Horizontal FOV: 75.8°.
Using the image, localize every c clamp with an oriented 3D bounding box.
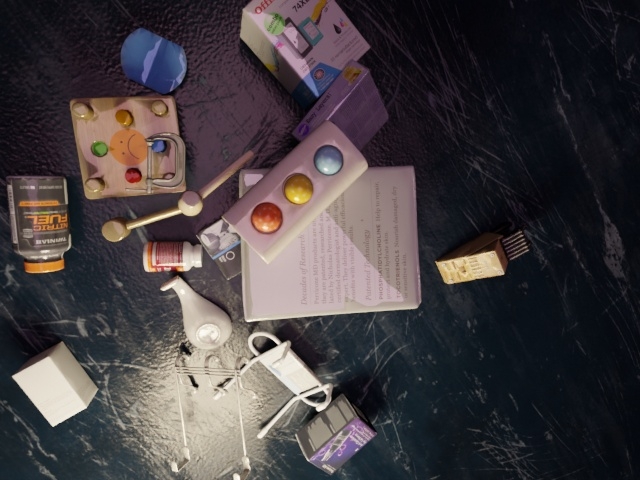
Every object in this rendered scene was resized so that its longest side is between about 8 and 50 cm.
[{"bbox_3d":[-0.409,-0.194,1.030,0.137,0.022,0.161,8,97,-15],"label":"c clamp"}]

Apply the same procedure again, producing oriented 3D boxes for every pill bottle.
[{"bbox_3d":[-0.722,-0.043,1.061,0.130,0.130,0.246,-1,100,-12],"label":"pill bottle"},{"bbox_3d":[-0.415,0.045,1.164,0.151,0.086,0.086,-1,99,-12],"label":"pill bottle"}]

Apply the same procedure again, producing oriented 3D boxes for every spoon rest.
[{"bbox_3d":[-0.367,0.212,1.217,0.137,0.084,0.276,-29,117,-5],"label":"spoon rest"}]

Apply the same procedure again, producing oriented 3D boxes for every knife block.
[{"bbox_3d":[0.556,0.031,1.387,0.275,0.242,0.088,-17,106,37],"label":"knife block"}]

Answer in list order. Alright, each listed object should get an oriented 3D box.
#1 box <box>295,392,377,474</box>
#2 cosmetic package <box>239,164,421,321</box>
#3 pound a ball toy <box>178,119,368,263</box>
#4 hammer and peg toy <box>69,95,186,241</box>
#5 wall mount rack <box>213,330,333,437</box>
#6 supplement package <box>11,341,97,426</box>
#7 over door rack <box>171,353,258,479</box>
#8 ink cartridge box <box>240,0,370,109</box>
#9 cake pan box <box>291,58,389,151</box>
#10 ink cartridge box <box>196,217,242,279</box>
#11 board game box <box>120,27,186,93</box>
[{"bbox_3d":[0.051,0.625,1.327,0.207,0.108,0.153,-41,127,-3],"label":"box"},{"bbox_3d":[0.000,0.000,1.037,0.393,0.329,0.328,-3,91,-10],"label":"cosmetic package"},{"bbox_3d":[-0.092,-0.105,0.786,0.319,0.136,0.208,-44,96,-9],"label":"pound a ball toy"},{"bbox_3d":[-0.487,-0.192,1.090,0.265,0.127,0.362,-7,101,-13],"label":"hammer and peg toy"},{"bbox_3d":[-0.143,0.460,1.278,0.304,0.130,0.350,-34,106,29],"label":"wall mount rack"},{"bbox_3d":[-0.731,0.395,1.142,0.105,0.105,0.179,-28,104,-6],"label":"supplement package"},{"bbox_3d":[-0.305,0.494,1.185,0.239,0.108,0.325,-5,81,24],"label":"over door rack"},{"bbox_3d":[-0.049,-0.531,1.093,0.198,0.197,0.270,-45,105,-3],"label":"ink cartridge box"},{"bbox_3d":[0.067,-0.314,1.130,0.070,0.267,0.246,44,97,23],"label":"cake pan box"},{"bbox_3d":[-0.179,-0.042,1.215,0.332,0.065,0.165,-34,104,-6],"label":"ink cartridge box"},{"bbox_3d":[-0.443,-0.476,1.103,0.168,0.033,0.133,22,99,-10],"label":"board game box"}]
